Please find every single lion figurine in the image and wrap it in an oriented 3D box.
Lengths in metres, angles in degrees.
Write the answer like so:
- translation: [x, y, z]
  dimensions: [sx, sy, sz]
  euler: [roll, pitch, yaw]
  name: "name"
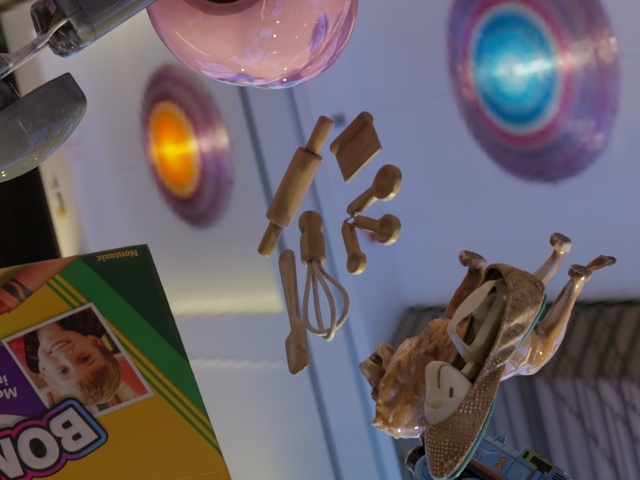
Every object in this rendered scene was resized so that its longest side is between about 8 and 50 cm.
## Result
- translation: [0.234, 0.130, 1.881]
  dimensions: [0.392, 0.240, 0.142]
  euler: [-4, -151, -41]
  name: "lion figurine"

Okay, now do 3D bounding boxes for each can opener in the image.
- translation: [-0.157, -0.140, 1.014]
  dimensions: [0.283, 0.095, 0.076]
  euler: [-38, -167, -23]
  name: "can opener"

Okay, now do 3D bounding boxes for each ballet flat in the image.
- translation: [0.128, 0.108, 1.257]
  dimensions: [0.073, 0.067, 0.206]
  euler: [-14, -137, 58]
  name: "ballet flat"

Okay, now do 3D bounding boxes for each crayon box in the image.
- translation: [-0.262, 0.183, 1.093]
  dimensions: [0.363, 0.313, 0.106]
  euler: [-11, 149, -23]
  name: "crayon box"

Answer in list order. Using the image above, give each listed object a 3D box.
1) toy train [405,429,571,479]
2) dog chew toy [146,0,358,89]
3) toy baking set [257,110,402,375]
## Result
- translation: [0.184, 0.263, 1.576]
  dimensions: [0.105, 0.184, 0.080]
  euler: [-52, 154, -16]
  name: "toy train"
- translation: [-0.052, -0.245, 1.464]
  dimensions: [0.206, 0.207, 0.332]
  euler: [-13, 173, 12]
  name: "dog chew toy"
- translation: [-0.002, -0.004, 1.440]
  dimensions: [0.030, 0.256, 0.197]
  euler: [17, -159, -33]
  name: "toy baking set"
